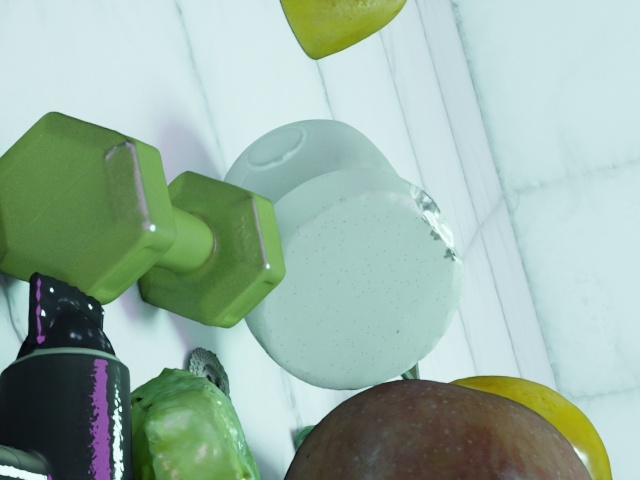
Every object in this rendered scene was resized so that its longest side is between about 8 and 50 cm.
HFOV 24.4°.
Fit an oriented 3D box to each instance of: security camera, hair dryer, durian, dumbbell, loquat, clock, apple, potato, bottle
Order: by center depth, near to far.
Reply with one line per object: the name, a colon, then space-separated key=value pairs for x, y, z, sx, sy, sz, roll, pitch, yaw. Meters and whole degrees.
hair dryer: x=-0.182 y=0.092 z=0.759 sx=0.248 sy=0.078 sz=0.195 roll=33 pitch=48 yaw=-58
durian: x=-0.085 y=0.153 z=0.947 sx=0.250 sy=0.101 sz=0.139 roll=112 pitch=-10 yaw=-81
dumbbell: x=-0.118 y=-0.006 z=1.027 sx=0.108 sy=0.121 sz=0.302 roll=49 pitch=9 yaw=17
clock: x=-0.090 y=0.122 z=1.198 sx=0.083 sy=0.010 sz=0.074 roll=32 pitch=45 yaw=-68
apple: x=0.096 y=0.244 z=1.223 sx=0.306 sy=0.306 sz=0.235 roll=53 pitch=33 yaw=-56
security camera: x=0.000 y=0.000 z=1.292 sx=0.194 sy=0.194 sz=0.236 roll=67 pitch=-8 yaw=-28
bottle: x=0.001 y=0.192 z=1.429 sx=0.083 sy=0.030 sz=0.030 roll=16 pitch=60 yaw=-74
loquat: x=0.183 y=0.274 z=1.586 sx=0.263 sy=0.263 sz=0.263 roll=-15 pitch=90 yaw=-76
potato: x=0.039 y=-0.329 z=1.867 sx=0.203 sy=0.158 sz=0.178 roll=32 pitch=46 yaw=-75

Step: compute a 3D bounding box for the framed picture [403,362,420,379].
framed picture: x=0.093 y=0.102 z=1.909 sx=0.183 sy=0.011 sz=0.142 roll=56 pitch=24 yaw=-52
